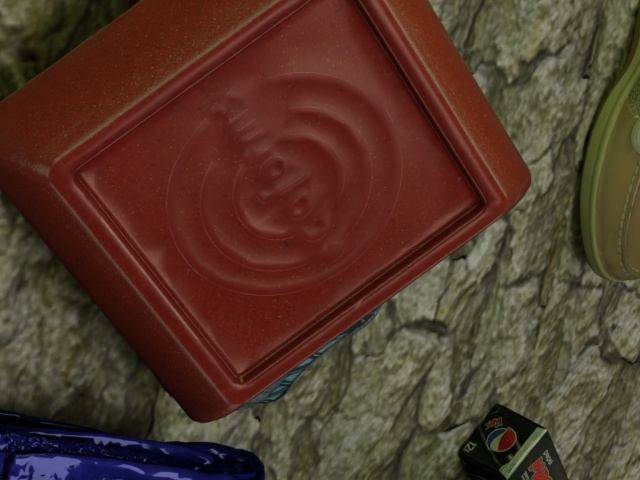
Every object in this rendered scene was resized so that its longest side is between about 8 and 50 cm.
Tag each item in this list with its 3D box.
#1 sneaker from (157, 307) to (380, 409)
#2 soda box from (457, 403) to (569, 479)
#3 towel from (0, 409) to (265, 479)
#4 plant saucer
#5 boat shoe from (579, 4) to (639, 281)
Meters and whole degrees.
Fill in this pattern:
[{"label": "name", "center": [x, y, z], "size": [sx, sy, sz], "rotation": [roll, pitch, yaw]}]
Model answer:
[{"label": "sneaker", "center": [0.000, 0.000, 1.269], "size": [0.262, 0.104, 0.125], "rotation": [-49, 150, 7]}, {"label": "soda box", "center": [0.171, 0.210, 1.627], "size": [0.060, 0.053, 0.169], "rotation": [-49, 140, -19]}, {"label": "towel", "center": [-0.167, 0.259, 1.194], "size": [0.228, 0.076, 0.308], "rotation": [13, 103, -33]}, {"label": "plant saucer", "center": [-0.025, -0.037, 1.124], "size": [0.259, 0.047, 0.258], "rotation": [-36, 124, 0]}, {"label": "boat shoe", "center": [0.289, -0.101, 1.547], "size": [0.109, 0.098, 0.302], "rotation": [0, 111, -50]}]
